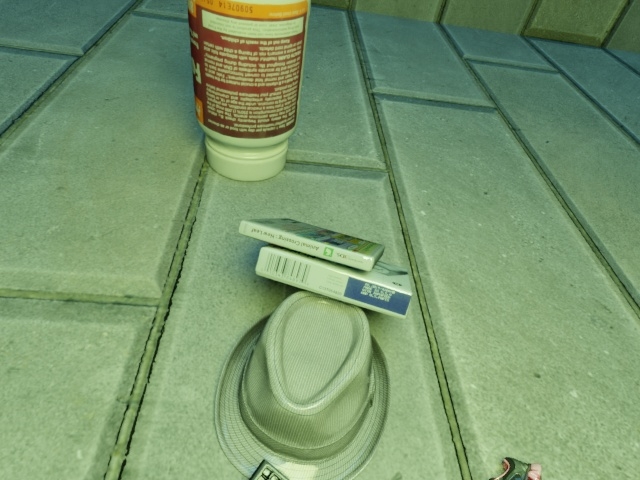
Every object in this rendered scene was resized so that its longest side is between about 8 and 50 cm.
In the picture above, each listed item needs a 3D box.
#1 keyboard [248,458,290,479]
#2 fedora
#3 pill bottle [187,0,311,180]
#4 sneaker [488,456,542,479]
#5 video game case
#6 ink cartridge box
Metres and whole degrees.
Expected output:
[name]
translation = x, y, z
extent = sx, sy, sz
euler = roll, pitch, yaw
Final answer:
[keyboard]
translation = -0.100, 0.324, 0.429
extent = 0.108, 0.023, 0.180
euler = 31, 59, 19
[fedora]
translation = -0.013, 0.171, 0.555
extent = 0.243, 0.124, 0.275
euler = 21, 45, 11
[pill bottle]
translation = -0.149, -0.335, 0.851
extent = 0.223, 0.392, 0.224
euler = 6, 43, -5
[sneaker]
translation = 0.236, 0.325, 0.515
extent = 0.057, 0.047, 0.119
euler = 12, 38, 34
[video game case]
translation = 0.000, 0.000, 0.655
extent = 0.193, 0.023, 0.212
euler = 16, 7, 11
[ink cartridge box]
translation = 0.032, 0.043, 0.667
extent = 0.223, 0.045, 0.224
euler = 16, 9, 5
